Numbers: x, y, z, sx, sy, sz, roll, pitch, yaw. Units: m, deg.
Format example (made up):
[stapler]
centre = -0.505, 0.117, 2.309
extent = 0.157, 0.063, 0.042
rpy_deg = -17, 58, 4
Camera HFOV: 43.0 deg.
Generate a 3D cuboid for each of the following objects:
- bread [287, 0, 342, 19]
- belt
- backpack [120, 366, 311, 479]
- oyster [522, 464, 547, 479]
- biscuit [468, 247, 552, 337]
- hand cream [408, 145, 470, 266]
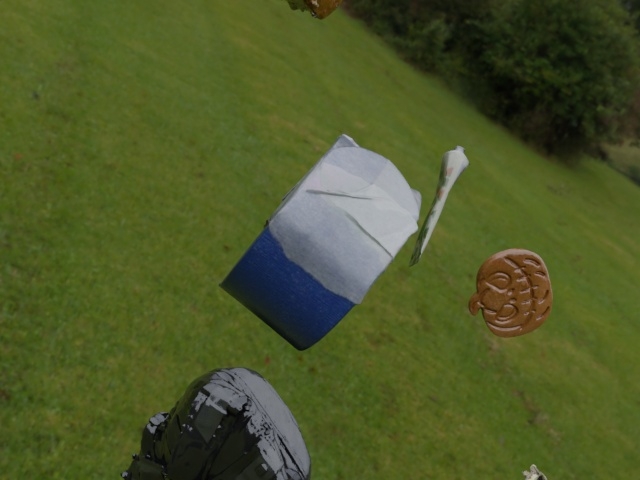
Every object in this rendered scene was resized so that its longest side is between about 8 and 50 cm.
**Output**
[bread]
centre = -0.049, -0.296, 0.828
extent = 0.103, 0.065, 0.187
rpy_deg = 31, 1, 32
[belt]
centre = 0.000, 0.000, 0.878
extent = 0.117, 0.212, 0.347
rpy_deg = 41, 0, -3
[backpack]
centre = -0.174, 0.414, 1.450
extent = 0.363, 0.446, 0.254
rpy_deg = 44, 43, 20
[oyster]
centre = 0.379, 0.457, 1.489
extent = 0.083, 0.038, 0.081
rpy_deg = -18, 36, -10
[biscuit]
centre = 0.174, 0.051, 0.750
extent = 0.015, 0.078, 0.091
rpy_deg = -101, 171, -65
[hand cream]
centre = 0.147, -0.044, 1.026
extent = 0.037, 0.165, 0.057
rpy_deg = 25, -10, -1
